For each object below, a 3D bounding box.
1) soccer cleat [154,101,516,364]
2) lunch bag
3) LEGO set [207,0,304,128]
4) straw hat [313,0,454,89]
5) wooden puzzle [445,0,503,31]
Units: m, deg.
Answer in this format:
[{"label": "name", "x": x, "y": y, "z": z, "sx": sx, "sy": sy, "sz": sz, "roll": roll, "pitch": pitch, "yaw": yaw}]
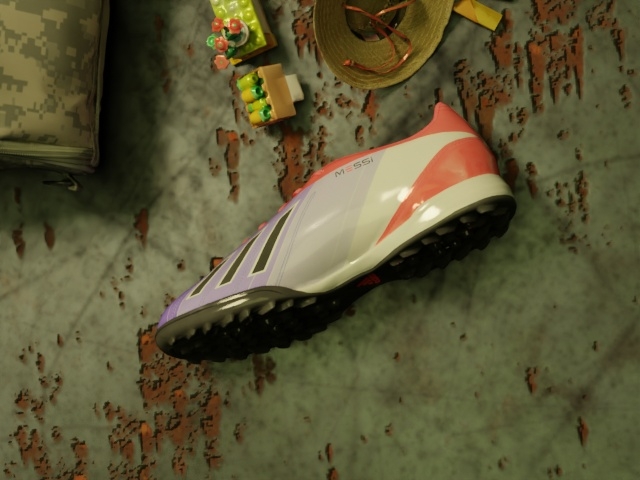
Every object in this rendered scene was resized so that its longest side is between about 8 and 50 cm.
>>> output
[{"label": "soccer cleat", "x": 0.000, "y": 0.000, "z": 0.953, "sx": 0.318, "sy": 0.108, "sz": 0.116, "roll": -26, "pitch": 65, "yaw": 8}, {"label": "lunch bag", "x": -0.300, "y": -0.199, "z": 0.944, "sx": 0.256, "sy": 0.212, "sz": 0.305, "roll": 4, "pitch": 90, "yaw": -9}, {"label": "LEGO set", "x": -0.066, "y": -0.237, "z": 0.935, "sx": 0.132, "sy": 0.107, "sz": 0.287, "roll": 17, "pitch": 103, "yaw": 17}, {"label": "straw hat", "x": 0.040, "y": -0.204, "z": 0.957, "sx": 0.144, "sy": 0.144, "sz": 0.061, "roll": -45, "pitch": 43, "yaw": 4}, {"label": "wooden puzzle", "x": 0.136, "y": -0.243, "z": 0.976, "sx": 0.078, "sy": 0.014, "sz": 0.116, "roll": 18, "pitch": 91, "yaw": 3}]
